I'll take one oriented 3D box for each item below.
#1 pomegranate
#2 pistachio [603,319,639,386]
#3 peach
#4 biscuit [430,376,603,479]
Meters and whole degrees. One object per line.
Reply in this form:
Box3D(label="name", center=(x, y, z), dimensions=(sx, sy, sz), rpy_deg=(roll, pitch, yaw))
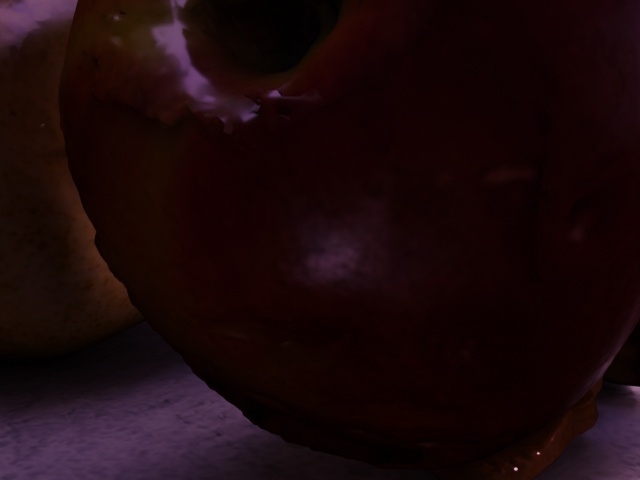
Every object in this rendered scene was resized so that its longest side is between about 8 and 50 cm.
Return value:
Box3D(label="pomegranate", center=(-0.262, -0.068, 0.865), dimensions=(0.416, 0.417, 0.416), rpy_deg=(0, 11, 0))
Box3D(label="pistachio", center=(0.236, 0.051, 0.788), dimensions=(0.130, 0.165, 0.210), rpy_deg=(-42, 49, -9))
Box3D(label="peach", center=(0.042, -0.051, 0.557), dimensions=(0.339, 0.353, 0.416), rpy_deg=(24, -4, 25))
Box3D(label="biscuit", center=(0.121, 0.121, 0.691), dimensions=(0.183, 0.043, 0.280), rpy_deg=(-5, 15, 8))
